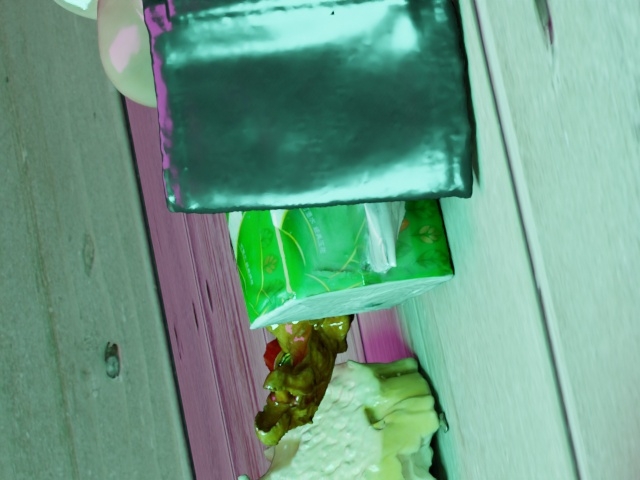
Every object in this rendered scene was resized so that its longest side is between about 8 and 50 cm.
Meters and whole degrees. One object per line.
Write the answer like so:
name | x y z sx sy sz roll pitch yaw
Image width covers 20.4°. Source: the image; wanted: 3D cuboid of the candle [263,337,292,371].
candle | -0.035 0.139 2.042 0.130 0.052 0.052 -158 59 -78

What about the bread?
bread | 0.061 0.213 1.576 0.211 0.224 0.183 -33 51 32

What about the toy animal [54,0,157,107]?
toy animal | -0.130 -0.278 1.791 0.269 0.237 0.326 -160 65 -66

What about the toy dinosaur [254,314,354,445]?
toy dinosaur | 0.000 0.000 1.569 0.432 0.097 0.208 -72 -14 -58

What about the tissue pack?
tissue pack | 0.013 -0.055 1.396 0.156 0.148 0.209 -33 67 61

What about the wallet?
wallet | -0.018 -0.183 1.298 0.041 0.247 0.323 -31 -64 -67
